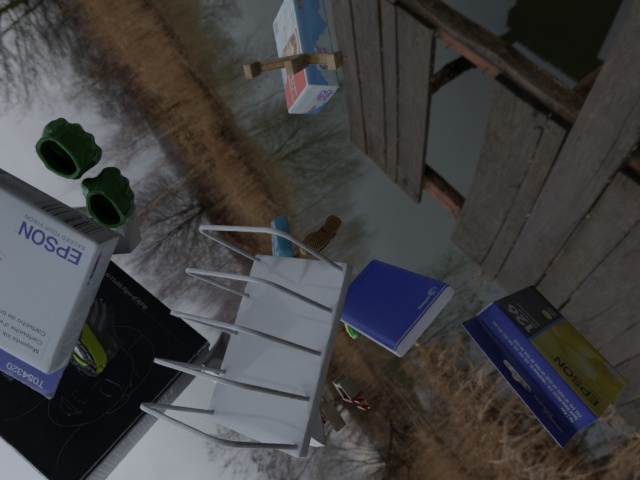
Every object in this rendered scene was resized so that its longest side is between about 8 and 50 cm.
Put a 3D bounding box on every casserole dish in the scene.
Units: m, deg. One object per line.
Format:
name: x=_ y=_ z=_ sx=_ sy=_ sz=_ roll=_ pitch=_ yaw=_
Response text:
casserole dish: x=-0.086 y=0.020 z=1.024 sx=0.188 sy=0.036 sz=0.114 roll=-105 pitch=15 yaw=-53

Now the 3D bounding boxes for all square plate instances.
square plate: x=-0.147 y=0.382 z=1.203 sx=0.347 sy=0.049 sz=0.344 roll=35 pitch=179 yaw=-3

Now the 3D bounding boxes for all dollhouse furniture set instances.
dollhouse furniture set: x=0.030 y=0.584 z=1.552 sx=0.135 sy=0.259 sz=0.262 roll=56 pitch=160 yaw=1

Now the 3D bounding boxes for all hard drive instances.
hard drive: x=0.173 y=0.163 z=1.223 sx=0.040 sy=0.210 sz=0.318 roll=50 pitch=165 yaw=-25

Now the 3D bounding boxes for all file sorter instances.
file sorter: x=-0.107 y=0.135 z=0.658 sx=0.192 sy=0.278 sz=0.173 roll=3 pitch=161 yaw=37

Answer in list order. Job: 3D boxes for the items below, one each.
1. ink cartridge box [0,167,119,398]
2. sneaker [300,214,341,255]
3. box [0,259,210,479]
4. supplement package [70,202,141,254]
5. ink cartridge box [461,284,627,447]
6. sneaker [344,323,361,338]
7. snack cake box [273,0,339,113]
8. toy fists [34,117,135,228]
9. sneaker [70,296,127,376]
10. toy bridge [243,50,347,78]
ink cartridge box: x=-0.515 y=0.057 z=0.701 sx=0.324 sy=0.330 sz=0.071 roll=28 pitch=-166 yaw=0
sneaker: x=0.000 y=0.000 z=1.472 sx=0.069 sy=0.185 sz=0.084 roll=40 pitch=146 yaw=14
box: x=-0.652 y=0.349 z=1.287 sx=0.479 sy=0.472 sz=0.297 roll=38 pitch=149 yaw=7
supplement package: x=-0.715 y=-0.033 z=1.453 sx=0.134 sy=0.243 sz=0.139 roll=-108 pitch=14 yaw=-71
ink cartridge box: x=0.508 y=0.254 z=1.035 sx=0.307 sy=0.072 sz=0.304 roll=-8 pitch=-127 yaw=-45
sneaker: x=0.184 y=0.233 z=1.741 sx=0.123 sy=0.296 sz=0.109 roll=13 pitch=163 yaw=47
snack cake box: x=-0.040 y=-0.478 z=1.174 sx=0.152 sy=0.089 sz=0.265 roll=-26 pitch=72 yaw=63
toy fists: x=-0.552 y=-0.159 z=1.103 sx=0.279 sy=0.096 sz=0.142 roll=58 pitch=-164 yaw=-29
sneaker: x=-0.551 y=0.156 z=1.053 sx=0.121 sy=0.111 sz=0.300 roll=-44 pitch=-61 yaw=-58
toy bridge: x=-0.040 y=-0.309 z=0.801 sx=0.188 sy=0.063 sz=0.026 roll=5 pitch=124 yaw=27
